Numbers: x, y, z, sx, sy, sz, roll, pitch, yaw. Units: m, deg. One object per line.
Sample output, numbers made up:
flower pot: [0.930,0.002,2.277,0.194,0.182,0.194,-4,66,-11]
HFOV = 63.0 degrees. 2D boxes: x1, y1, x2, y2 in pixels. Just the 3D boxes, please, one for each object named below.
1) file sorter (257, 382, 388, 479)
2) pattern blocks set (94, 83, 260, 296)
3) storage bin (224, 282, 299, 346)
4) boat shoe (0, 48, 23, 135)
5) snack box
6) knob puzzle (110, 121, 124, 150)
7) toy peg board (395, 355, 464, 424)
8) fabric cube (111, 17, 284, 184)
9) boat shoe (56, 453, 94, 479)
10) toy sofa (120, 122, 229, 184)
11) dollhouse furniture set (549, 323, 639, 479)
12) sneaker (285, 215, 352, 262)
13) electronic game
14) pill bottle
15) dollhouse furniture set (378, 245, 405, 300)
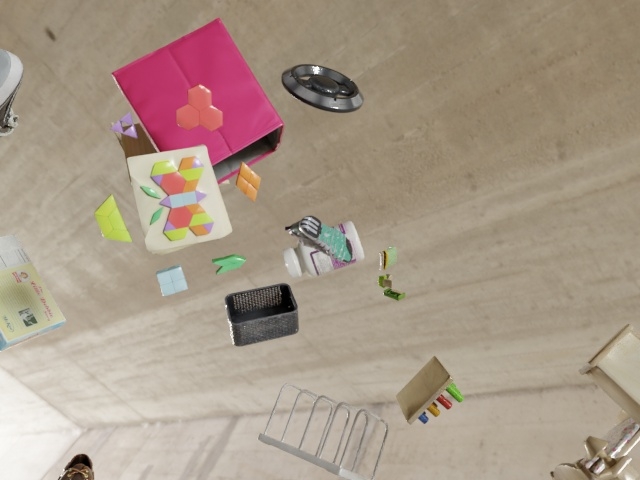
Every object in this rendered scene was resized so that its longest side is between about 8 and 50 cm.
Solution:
file sorter: [0.016,0.516,1.404,0.277,0.193,0.173,6,-116,39]
pattern blocks set: [-0.244,-0.073,0.910,0.285,0.325,0.026,-27,-159,-10]
storage bin: [-0.155,0.195,1.382,0.180,0.085,0.122,-11,-143,-13]
boat shoe: [-0.655,-0.244,1.020,0.306,0.113,0.105,-40,159,19]
snack box: [-0.913,0.144,1.526,0.060,0.322,0.187,-37,173,30]
knob puzzle: [-0.557,-0.242,1.576,0.029,0.213,0.213,-28,-161,-11]
toy peg board: [0.294,0.412,1.382,0.161,0.079,0.161,-47,-175,3]
fabric cube: [-0.259,-0.275,1.162,0.259,0.258,0.254,-32,-179,-9]
boat shoe: [-0.495,0.486,1.050,0.207,0.073,0.073,-12,-114,65]
toy sofa: [-0.386,-0.228,1.450,0.176,0.150,0.362,-11,180,5]
dollhouse furniture set: [0.545,0.311,0.991,0.303,0.174,0.356,-33,154,-19]
sneaker: [0.000,0.000,1.537,0.098,0.223,0.083,-12,-129,42]
electronic game: [0.007,-0.405,1.391,0.229,0.229,0.048,-69,180,-52]
pill bottle: [0.009,0.047,2.076,0.301,0.169,0.169,-19,-158,0]
dollhouse furniture set: [0.215,0.097,1.536,0.058,0.152,0.076,14,-158,40]
